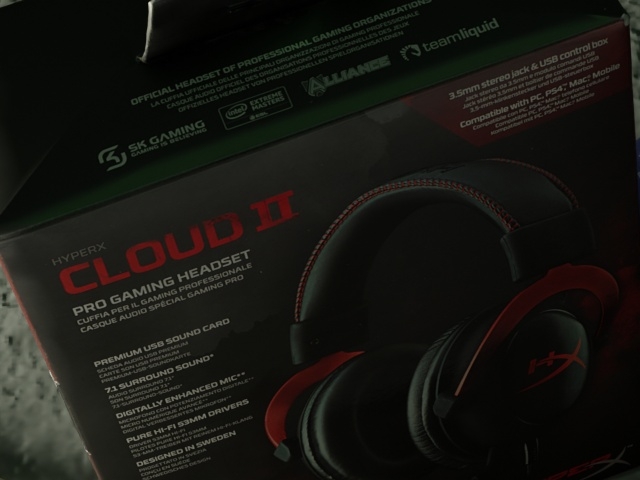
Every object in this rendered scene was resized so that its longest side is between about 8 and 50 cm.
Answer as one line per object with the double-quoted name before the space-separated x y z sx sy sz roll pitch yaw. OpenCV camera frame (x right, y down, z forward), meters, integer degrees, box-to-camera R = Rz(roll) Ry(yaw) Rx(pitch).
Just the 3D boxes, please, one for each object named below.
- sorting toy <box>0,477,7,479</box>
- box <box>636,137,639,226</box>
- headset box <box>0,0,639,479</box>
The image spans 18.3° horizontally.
"sorting toy" -0.222 0.167 0.810 0.193 0.038 0.208 16 56 23
"box" 0.228 -0.032 0.881 0.225 0.036 0.136 -36 53 -20
"headset box" 0.000 0.000 0.735 0.218 0.293 0.110 -19 50 -6
